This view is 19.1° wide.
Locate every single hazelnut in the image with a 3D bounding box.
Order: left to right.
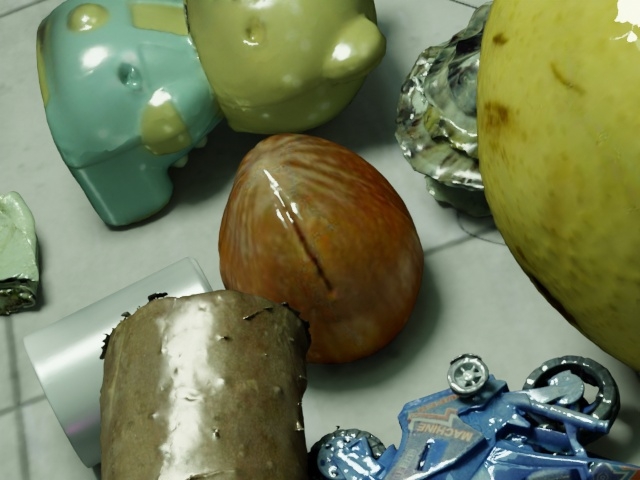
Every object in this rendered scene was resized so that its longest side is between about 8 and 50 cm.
[{"bbox_3d":[0.000,0.000,1.288,0.150,0.150,0.150,-13,42,12],"label":"hazelnut"}]

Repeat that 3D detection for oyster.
[{"bbox_3d":[0.216,-0.142,1.350,0.351,0.158,0.162,-30,75,12],"label":"oyster"}]

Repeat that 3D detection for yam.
[{"bbox_3d":[-0.068,0.158,1.139,0.128,0.129,0.238,12,53,-22],"label":"yam"}]

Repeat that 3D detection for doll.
[{"bbox_3d":[-0.080,-0.144,1.462,0.261,0.161,0.177,-19,40,9],"label":"doll"}]

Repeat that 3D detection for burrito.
[{"bbox_3d":[-0.246,0.005,1.466,0.074,0.044,0.118,-17,44,12],"label":"burrito"}]

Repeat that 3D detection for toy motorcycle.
[{"bbox_3d":[0.092,0.138,1.160,0.205,0.076,0.114,-18,50,3],"label":"toy motorcycle"}]

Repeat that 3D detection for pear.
[{"bbox_3d":[0.254,-0.076,1.116,0.348,0.348,0.348,-13,42,12],"label":"pear"}]

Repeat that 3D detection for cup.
[{"bbox_3d":[-0.115,0.098,1.290,0.133,0.136,0.099,-27,7,-6],"label":"cup"}]
